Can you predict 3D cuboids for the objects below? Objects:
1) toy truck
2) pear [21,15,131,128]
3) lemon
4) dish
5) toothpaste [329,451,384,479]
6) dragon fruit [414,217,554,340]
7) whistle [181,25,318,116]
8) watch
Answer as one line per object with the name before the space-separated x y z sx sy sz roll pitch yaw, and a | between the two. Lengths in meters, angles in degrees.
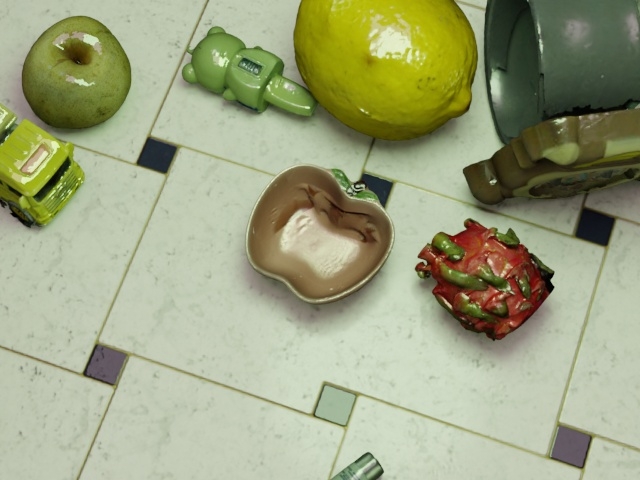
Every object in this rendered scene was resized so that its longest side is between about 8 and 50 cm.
toy truck | -0.486 -0.149 1.840 0.272 0.157 0.124 33 73 12
pear | -0.365 -0.249 1.890 0.167 0.136 0.167 1 68 -3
lemon | 0.095 -0.277 1.838 0.260 0.260 0.284 -41 96 -14
dish | 0.000 0.000 1.818 0.213 0.090 0.213 -1 71 2
toothpaste | -0.015 0.374 1.702 0.239 0.039 0.062 -38 69 -11
dragon fruit | 0.228 0.047 1.769 0.172 0.166 0.160 44 114 4
whistle | -0.106 -0.249 1.914 0.227 0.085 0.105 27 72 11
watch | 0.352 -0.242 1.775 0.314 0.335 0.327 -8 81 -7
